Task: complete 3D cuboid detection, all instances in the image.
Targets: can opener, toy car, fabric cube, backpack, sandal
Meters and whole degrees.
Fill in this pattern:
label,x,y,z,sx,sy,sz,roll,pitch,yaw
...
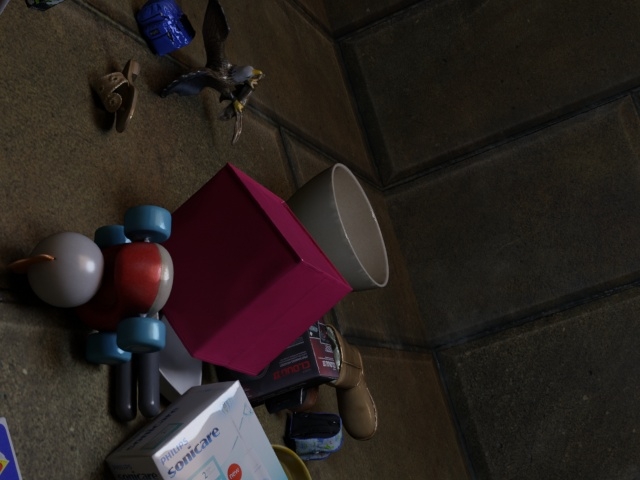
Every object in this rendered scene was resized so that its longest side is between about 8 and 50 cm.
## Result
label,x,y,z,sx,sy,sz,roll,pitch,yaw
can opener,-0.309,0.152,1.578,0.095,0.076,0.283,79,2,-54
toy car,-0.366,0.055,1.446,0.238,0.210,0.219,15,66,-35
fabric cube,-0.145,0.060,1.768,0.254,0.258,0.259,51,8,27
backpack,-0.007,0.432,2.114,0.105,0.114,0.084,-81,165,-61
backpack,-0.353,-0.488,2.161,0.120,0.098,0.101,61,23,-26
sandal,-0.406,-0.293,1.862,0.079,0.088,0.240,24,30,-22

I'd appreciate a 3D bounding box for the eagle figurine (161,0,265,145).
label,x,y,z,sx,sy,sz,roll,pitch,yaw
eagle figurine,-0.239,-0.396,2.186,0.298,0.225,0.226,36,32,-55

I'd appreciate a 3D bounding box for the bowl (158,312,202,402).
label,x,y,z,sx,sy,sz,roll,pitch,yaw
bowl,-0.267,0.215,1.688,0.142,0.053,0.142,54,23,-37

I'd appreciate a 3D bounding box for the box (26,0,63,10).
label,x,y,z,sx,sy,sz,roll,pitch,yaw
box,-0.494,-0.463,1.735,0.062,0.083,0.052,70,17,0

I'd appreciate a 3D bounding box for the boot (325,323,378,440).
label,x,y,z,sx,sy,sz,roll,pitch,yaw
boot,0.049,0.320,2.112,0.269,0.089,0.236,51,22,-71

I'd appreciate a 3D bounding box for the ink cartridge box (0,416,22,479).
label,x,y,z,sx,sy,sz,roll,pitch,yaw
ink cartridge box,-0.419,0.369,1.045,0.303,0.072,0.307,3,69,-72

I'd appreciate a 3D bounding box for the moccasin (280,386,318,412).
label,x,y,z,sx,sy,sz,roll,pitch,yaw
moccasin,-0.063,0.222,2.183,0.147,0.139,0.380,38,25,-44

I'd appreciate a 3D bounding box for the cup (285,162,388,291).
label,x,y,z,sx,sy,sz,roll,pitch,yaw
cup,0.000,0.000,2.425,0.331,0.237,0.331,57,20,-35

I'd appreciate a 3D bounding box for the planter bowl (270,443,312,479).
label,x,y,z,sx,sy,sz,roll,pitch,yaw
planter bowl,-0.115,0.480,1.727,0.217,0.090,0.217,15,68,-44

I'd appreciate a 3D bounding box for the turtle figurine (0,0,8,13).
label,x,y,z,sx,sy,sz,roll,pitch,yaw
turtle figurine,-0.469,-0.203,1.267,0.275,0.198,0.266,-27,120,-32

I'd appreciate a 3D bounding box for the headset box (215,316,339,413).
label,x,y,z,sx,sy,sz,roll,pitch,yaw
headset box,-0.103,0.198,1.924,0.110,0.218,0.293,24,48,-64

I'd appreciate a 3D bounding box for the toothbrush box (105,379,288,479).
label,x,y,z,sx,sy,sz,roll,pitch,yaw
toothbrush box,-0.171,0.405,1.525,0.216,0.126,0.295,-37,106,-47
